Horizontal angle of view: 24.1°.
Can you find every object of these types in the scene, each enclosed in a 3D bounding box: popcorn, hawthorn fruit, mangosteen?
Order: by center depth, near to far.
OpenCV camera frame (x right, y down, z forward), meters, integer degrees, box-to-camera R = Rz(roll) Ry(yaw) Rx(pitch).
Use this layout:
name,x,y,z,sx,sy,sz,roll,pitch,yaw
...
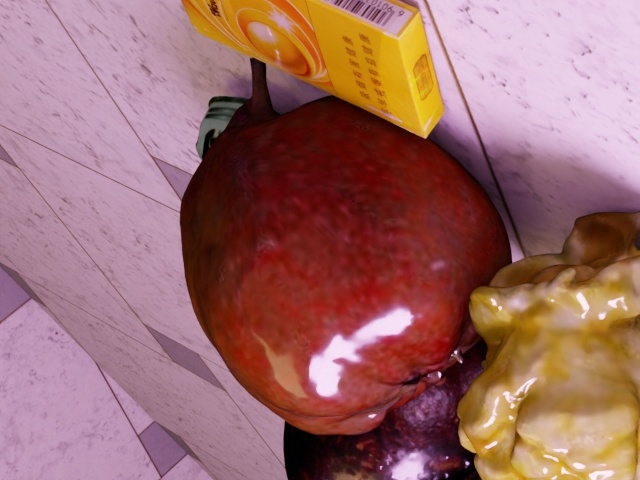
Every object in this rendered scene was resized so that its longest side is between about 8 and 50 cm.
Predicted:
name,x,y,z,sx,sy,sz,roll,pitch,yaw
popcorn,0.230,0.114,1.264,0.224,0.270,0.258,12,161,26
hawthorn fruit,0.008,0.021,1.398,0.325,0.308,0.308,29,161,12
mangosteen,0.123,0.243,1.673,0.347,0.307,0.307,55,172,29

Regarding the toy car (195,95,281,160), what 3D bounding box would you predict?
name,x,y,z,sx,sy,sz,roll,pitch,yaw
toy car,-0.026,-0.026,1.617,0.136,0.125,0.306,12,148,52

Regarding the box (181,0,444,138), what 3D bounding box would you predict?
name,x,y,z,sx,sy,sz,roll,pitch,yaw
box,-0.020,-0.193,1.317,0.269,0.043,0.152,29,160,25
